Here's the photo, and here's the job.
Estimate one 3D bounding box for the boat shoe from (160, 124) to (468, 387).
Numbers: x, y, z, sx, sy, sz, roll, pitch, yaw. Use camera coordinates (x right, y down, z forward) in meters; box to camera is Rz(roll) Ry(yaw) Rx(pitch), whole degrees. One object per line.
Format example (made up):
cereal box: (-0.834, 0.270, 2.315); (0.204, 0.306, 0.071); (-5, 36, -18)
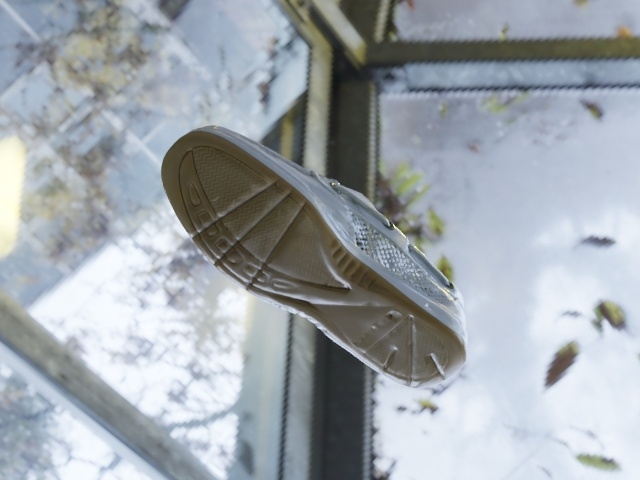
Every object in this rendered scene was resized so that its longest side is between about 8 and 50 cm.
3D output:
boat shoe: (0.000, 0.000, 1.060); (0.098, 0.277, 0.096); (-37, -157, 33)
